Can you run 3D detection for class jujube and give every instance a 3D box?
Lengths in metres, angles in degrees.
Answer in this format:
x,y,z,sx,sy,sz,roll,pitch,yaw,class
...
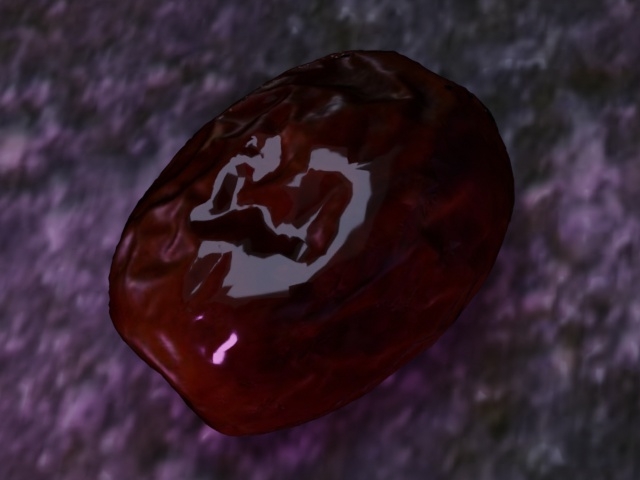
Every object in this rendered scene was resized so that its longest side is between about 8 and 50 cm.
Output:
x,y,z,sx,sy,sz,roll,pitch,yaw,class
0.000,0.000,1.081,0.243,0.183,0.183,-45,58,-7,jujube
